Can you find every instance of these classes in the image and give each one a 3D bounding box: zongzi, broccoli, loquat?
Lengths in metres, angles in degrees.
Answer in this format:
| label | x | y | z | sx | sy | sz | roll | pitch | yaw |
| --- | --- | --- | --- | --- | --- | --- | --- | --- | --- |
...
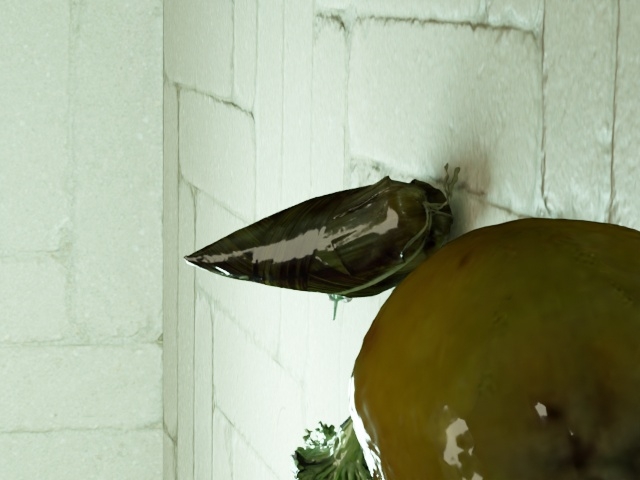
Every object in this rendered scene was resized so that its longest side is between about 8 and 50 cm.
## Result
| label | x | y | z | sx | sy | sz | roll | pitch | yaw |
| --- | --- | --- | --- | --- | --- | --- | --- | --- | --- |
| zongzi | 0.000 | 0.000 | 1.990 | 0.247 | 0.241 | 0.111 | 145 | 119 | -73 |
| broccoli | 0.048 | 0.204 | 2.154 | 0.204 | 0.118 | 0.122 | -65 | -5 | 29 |
| loquat | 0.158 | 0.110 | 1.297 | 0.284 | 0.276 | 0.276 | -135 | 45 | -84 |

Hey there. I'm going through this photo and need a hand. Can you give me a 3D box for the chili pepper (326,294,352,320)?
| label | x | y | z | sx | sy | sz | roll | pitch | yaw |
| --- | --- | --- | --- | --- | --- | --- | --- | --- | --- |
| chili pepper | 0.031 | 0.017 | 2.288 | 0.050 | 0.041 | 0.153 | -16 | 58 | 55 |
